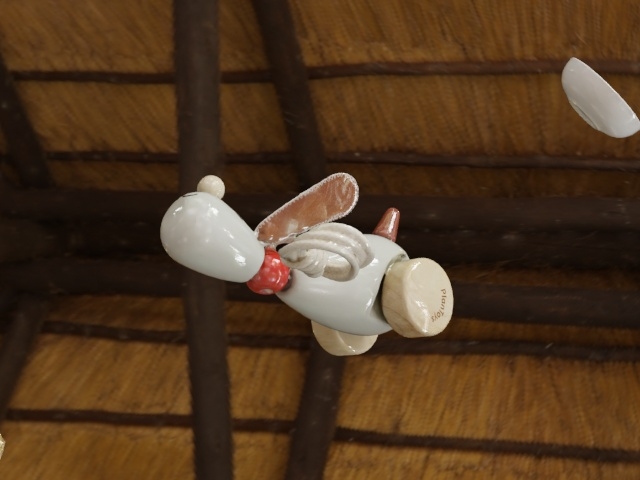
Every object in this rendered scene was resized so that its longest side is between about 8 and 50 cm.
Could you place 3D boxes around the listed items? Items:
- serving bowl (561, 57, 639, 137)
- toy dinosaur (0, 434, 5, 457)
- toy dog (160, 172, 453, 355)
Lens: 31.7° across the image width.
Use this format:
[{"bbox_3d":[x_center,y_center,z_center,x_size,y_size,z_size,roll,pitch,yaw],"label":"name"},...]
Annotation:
[{"bbox_3d":[0.231,-0.115,0.951,0.027,0.083,0.083,-43,-103,7],"label":"serving bowl"},{"bbox_3d":[-0.355,0.153,1.095,0.183,0.053,0.092,47,-45,15],"label":"toy dinosaur"},{"bbox_3d":[0.000,0.000,1.160,0.220,0.334,0.161,-5,-116,25],"label":"toy dog"}]
